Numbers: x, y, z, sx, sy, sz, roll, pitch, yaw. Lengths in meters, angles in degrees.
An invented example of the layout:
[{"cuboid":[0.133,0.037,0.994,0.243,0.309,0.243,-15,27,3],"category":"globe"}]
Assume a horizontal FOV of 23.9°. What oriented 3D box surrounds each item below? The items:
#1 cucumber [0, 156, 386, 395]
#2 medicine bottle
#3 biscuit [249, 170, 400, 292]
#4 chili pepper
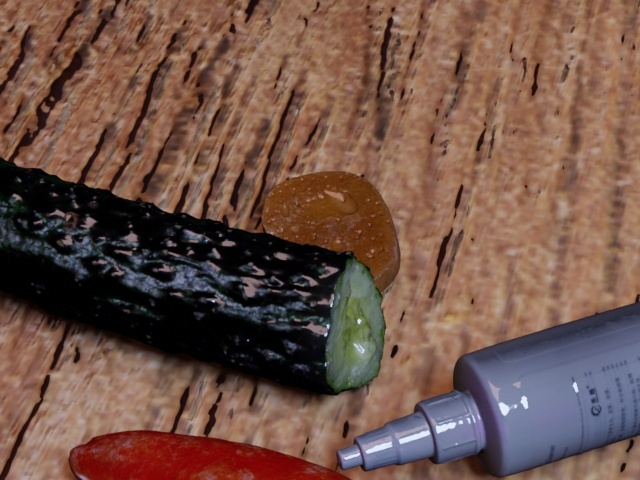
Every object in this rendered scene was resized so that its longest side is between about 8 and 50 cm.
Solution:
[{"cuboid":[-0.110,0.007,0.750,0.300,0.072,0.072,15,50,21],"category":"cucumber"},{"cuboid":[0.101,0.068,0.666,0.199,0.057,0.057,-16,47,-13],"category":"medicine bottle"},{"cuboid":[0.000,0.000,0.779,0.078,0.015,0.091,-10,46,-1],"category":"biscuit"},{"cuboid":[0.001,0.132,0.625,0.272,0.063,0.071,25,38,31],"category":"chili pepper"}]
